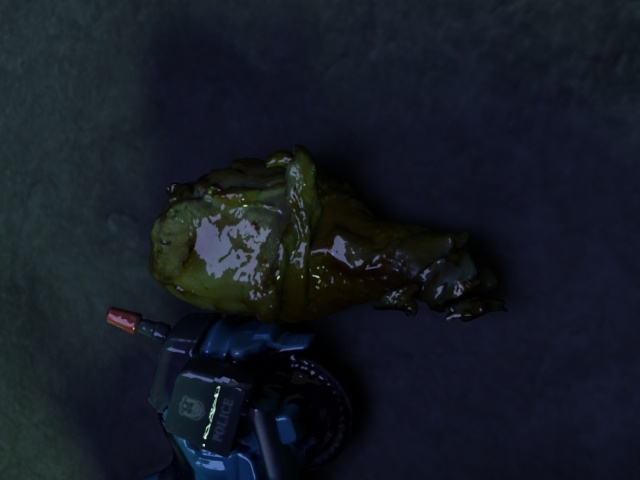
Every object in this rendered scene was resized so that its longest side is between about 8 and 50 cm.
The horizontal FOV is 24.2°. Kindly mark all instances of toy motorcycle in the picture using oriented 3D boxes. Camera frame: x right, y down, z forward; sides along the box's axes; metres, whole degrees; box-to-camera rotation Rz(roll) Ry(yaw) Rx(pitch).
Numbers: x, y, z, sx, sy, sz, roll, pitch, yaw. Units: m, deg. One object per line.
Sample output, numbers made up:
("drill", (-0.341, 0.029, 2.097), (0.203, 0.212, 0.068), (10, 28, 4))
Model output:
("toy motorcycle", (-0.084, 0.163, 0.948), (0.182, 0.123, 0.272), (19, 112, 8))

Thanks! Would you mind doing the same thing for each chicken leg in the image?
("chicken leg", (0.000, 0.000, 0.872), (0.228, 0.088, 0.103), (3, 78, 30))
